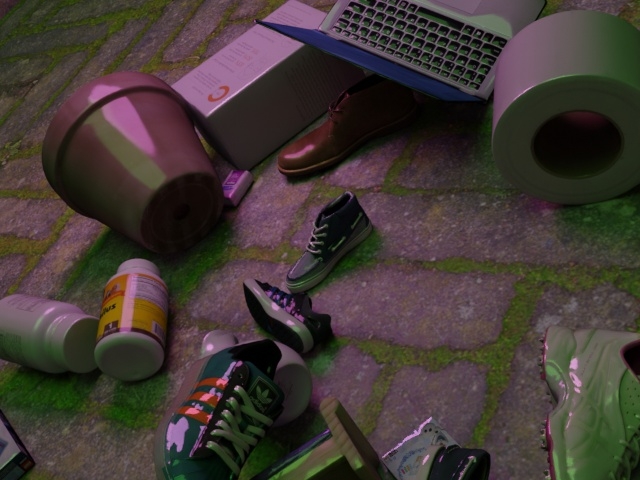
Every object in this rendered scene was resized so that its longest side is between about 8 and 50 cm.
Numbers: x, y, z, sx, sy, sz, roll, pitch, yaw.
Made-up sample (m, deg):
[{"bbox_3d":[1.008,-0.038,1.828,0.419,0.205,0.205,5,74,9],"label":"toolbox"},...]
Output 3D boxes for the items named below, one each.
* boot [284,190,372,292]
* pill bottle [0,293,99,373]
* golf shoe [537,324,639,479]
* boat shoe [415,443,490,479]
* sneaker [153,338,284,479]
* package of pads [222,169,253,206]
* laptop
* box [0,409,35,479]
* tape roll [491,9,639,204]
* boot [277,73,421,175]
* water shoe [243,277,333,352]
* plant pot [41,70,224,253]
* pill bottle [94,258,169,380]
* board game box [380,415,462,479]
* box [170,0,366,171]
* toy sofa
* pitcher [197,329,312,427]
[{"bbox_3d":[0.000,0.000,1.407,0.190,0.086,0.069,-43,40,-14],"label":"boot"},{"bbox_3d":[-0.500,0.175,1.515,0.229,0.131,0.131,5,51,37],"label":"pill bottle"},{"bbox_3d":[0.326,0.218,0.941,0.140,0.115,0.306,-9,45,22],"label":"golf shoe"},{"bbox_3d":[0.142,0.352,0.929,0.079,0.095,0.254,-8,43,33],"label":"boat shoe"},{"bbox_3d":[-0.112,0.213,1.000,0.121,0.108,0.302,-30,21,16],"label":"sneaker"},{"bbox_3d":[-0.177,-0.106,1.682,0.050,0.032,0.083,6,51,34],"label":"package of pads"},{"bbox_3d":[0.161,-0.420,1.514,0.382,0.236,0.408,27,75,19],"label":"laptop"},{"bbox_3d":[-0.611,0.377,1.439,0.159,0.044,0.233,-44,40,-15],"label":"box"},{"bbox_3d":[0.383,-0.196,1.239,0.246,0.246,0.169,-10,43,25],"label":"tape roll"},{"bbox_3d":[0.037,-0.233,1.614,0.305,0.115,0.112,-28,40,7],"label":"boot"},{"bbox_3d":[-0.054,0.116,1.348,0.080,0.073,0.203,-23,37,-25],"label":"water shoe"},{"bbox_3d":[-0.342,-0.130,1.634,0.323,0.323,0.280,-40,55,-11],"label":"plant pot"},{"bbox_3d":[-0.330,0.134,1.457,0.117,0.117,0.215,-22,39,12],"label":"pill bottle"},{"bbox_3d":[0.138,0.286,1.062,0.090,0.020,0.090,-38,38,-8],"label":"board game box"},{"bbox_3d":[-0.113,-0.340,1.782,0.345,0.168,0.215,-38,39,-9],"label":"box"},{"bbox_3d":[-0.095,0.350,1.044,0.362,0.150,0.177,-33,40,-1],"label":"toy sofa"},{"bbox_3d":[-0.117,0.230,1.227,0.207,0.125,0.177,5,69,50],"label":"pitcher"}]
